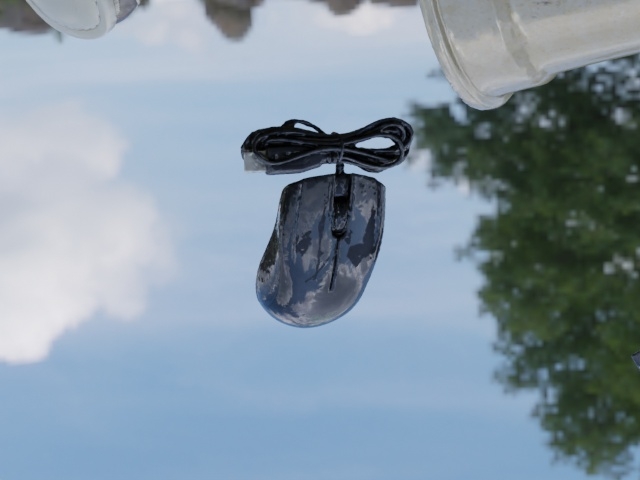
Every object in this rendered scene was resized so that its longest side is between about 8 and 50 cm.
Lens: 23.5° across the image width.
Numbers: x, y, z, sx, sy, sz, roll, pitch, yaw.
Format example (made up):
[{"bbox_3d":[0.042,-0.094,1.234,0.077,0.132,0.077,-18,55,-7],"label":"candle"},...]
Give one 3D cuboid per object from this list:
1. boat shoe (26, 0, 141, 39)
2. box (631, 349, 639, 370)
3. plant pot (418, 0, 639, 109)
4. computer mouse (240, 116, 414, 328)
[{"bbox_3d":[-0.243,-0.276,1.357,0.097,0.116,0.324,-26,-139,-27],"label":"boat shoe"},{"bbox_3d":[0.538,0.183,2.101,0.093,0.156,0.158,-25,172,-36],"label":"box"},{"bbox_3d":[0.273,-0.291,1.346,0.306,0.333,0.334,-2,-164,25],"label":"plant pot"},{"bbox_3d":[0.000,0.000,1.631,0.189,0.272,0.072,-5,-140,-19],"label":"computer mouse"}]
